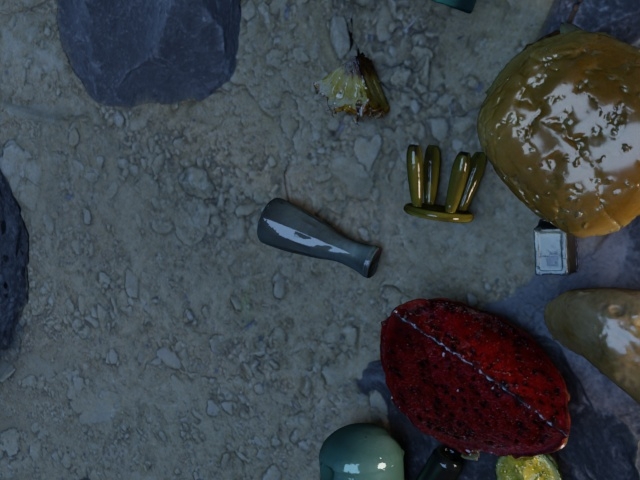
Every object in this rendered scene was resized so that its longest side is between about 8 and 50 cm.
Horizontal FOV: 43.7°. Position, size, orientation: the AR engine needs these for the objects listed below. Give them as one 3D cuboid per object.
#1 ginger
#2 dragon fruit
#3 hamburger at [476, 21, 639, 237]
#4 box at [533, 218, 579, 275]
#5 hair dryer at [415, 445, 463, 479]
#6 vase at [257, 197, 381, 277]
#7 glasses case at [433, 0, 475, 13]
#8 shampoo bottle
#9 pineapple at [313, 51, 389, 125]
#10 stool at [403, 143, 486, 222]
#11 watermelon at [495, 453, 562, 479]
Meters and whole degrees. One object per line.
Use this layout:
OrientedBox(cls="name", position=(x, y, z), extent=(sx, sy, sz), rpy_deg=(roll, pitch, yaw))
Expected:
OrientedBox(cls="ginger", position=(0.448, 0.145, 1.128), extent=(0.267, 0.152, 0.138), rpy_deg=(35, 83, 25))
OrientedBox(cls="dragon fruit", position=(0.236, 0.217, 1.263), extent=(0.316, 0.152, 0.205), rpy_deg=(36, 134, 11))
OrientedBox(cls="hamburger", position=(0.366, -0.154, 1.122), extent=(0.283, 0.144, 0.260), rpy_deg=(43, 118, 23))
OrientedBox(cls="box", position=(0.352, 0.012, 1.199), extent=(0.060, 0.063, 0.085), rpy_deg=(0, 97, 30))
OrientedBox(cls="hair dryer", position=(0.256, 0.436, 1.333), extent=(0.197, 0.057, 0.101), rpy_deg=(32, 112, 12))
OrientedBox(cls="vase", position=(0.000, 0.000, 1.386), extent=(0.214, 0.086, 0.086), rpy_deg=(22, 108, 20))
OrientedBox(cls="glasses case", position=(0.155, -0.395, 1.107), extent=(0.070, 0.301, 0.117), rpy_deg=(28, 110, 24))
OrientedBox(cls="shampoo bottle", position=(0.077, 0.486, 1.364), extent=(0.221, 0.151, 0.350), rpy_deg=(8, 103, 63))
OrientedBox(cls="pineapple", position=(0.050, -0.255, 1.321), extent=(0.137, 0.069, 0.116), rpy_deg=(25, 110, 25))
OrientedBox(cls="stool", position=(0.191, -0.090, 1.246), extent=(0.134, 0.135, 0.111), rpy_deg=(6, 101, -17))
OrientedBox(cls="watermelon", position=(0.334, 0.367, 1.264), extent=(0.105, 0.062, 0.106), rpy_deg=(10, 110, 30))
